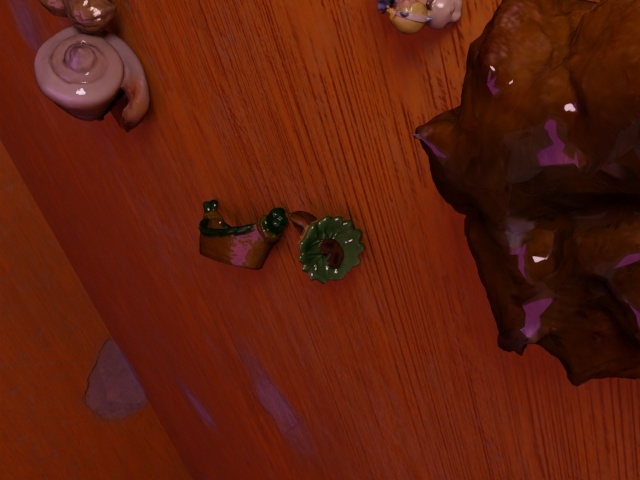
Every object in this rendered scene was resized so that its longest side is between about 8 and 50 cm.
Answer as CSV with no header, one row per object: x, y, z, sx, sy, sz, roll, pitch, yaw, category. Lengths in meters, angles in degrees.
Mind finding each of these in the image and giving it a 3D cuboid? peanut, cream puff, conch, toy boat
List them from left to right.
-0.339,-0.334,0.992,0.174,0.080,0.080,39,150,31,peanut
-0.324,-0.237,1.065,0.255,0.158,0.127,-172,93,-78,conch
-0.113,-0.011,1.017,0.229,0.089,0.088,12,92,56,toy boat
0.176,-0.028,0.408,0.241,0.155,0.268,15,128,46,cream puff

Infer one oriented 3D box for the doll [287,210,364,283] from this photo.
0.009,-0.005,0.841,0.078,0.077,0.113,55,-171,-18,doll

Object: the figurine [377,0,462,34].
0.059,-0.179,0.533,0.083,0.051,0.047,45,158,19,figurine
